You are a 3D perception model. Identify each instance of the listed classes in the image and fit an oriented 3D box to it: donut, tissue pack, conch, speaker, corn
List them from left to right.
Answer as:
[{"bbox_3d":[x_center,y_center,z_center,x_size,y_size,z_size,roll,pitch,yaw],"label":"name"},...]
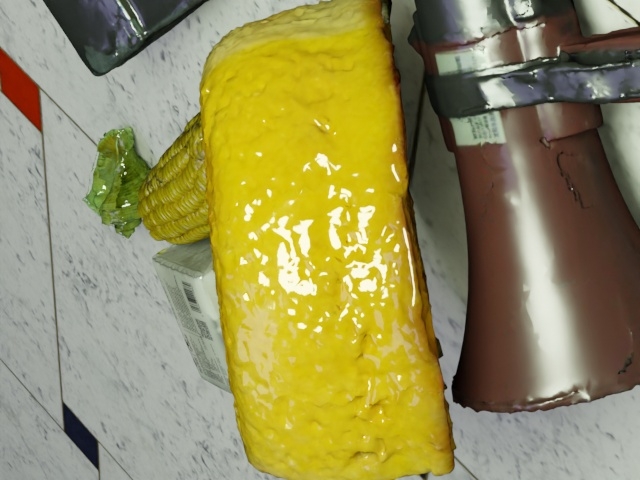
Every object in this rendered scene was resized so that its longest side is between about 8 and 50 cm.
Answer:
[{"bbox_3d":[-0.217,-0.060,2.131,0.089,0.074,0.121,-2,98,23],"label":"conch"},{"bbox_3d":[-0.101,-0.061,1.884,0.115,0.115,0.318,57,156,2],"label":"corn"},{"bbox_3d":[-0.088,0.068,2.022,0.106,0.099,0.149,20,136,55],"label":"tissue pack"},{"bbox_3d":[0.000,0.000,1.531,0.435,0.163,0.378,60,-158,-83],"label":"donut"},{"bbox_3d":[0.165,-0.048,1.368,0.259,0.198,0.330,-150,43,-66],"label":"speaker"}]

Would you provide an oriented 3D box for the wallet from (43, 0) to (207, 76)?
[{"bbox_3d":[-0.239,-0.360,1.753,0.228,0.062,0.406,-31,94,37],"label":"wallet"}]
